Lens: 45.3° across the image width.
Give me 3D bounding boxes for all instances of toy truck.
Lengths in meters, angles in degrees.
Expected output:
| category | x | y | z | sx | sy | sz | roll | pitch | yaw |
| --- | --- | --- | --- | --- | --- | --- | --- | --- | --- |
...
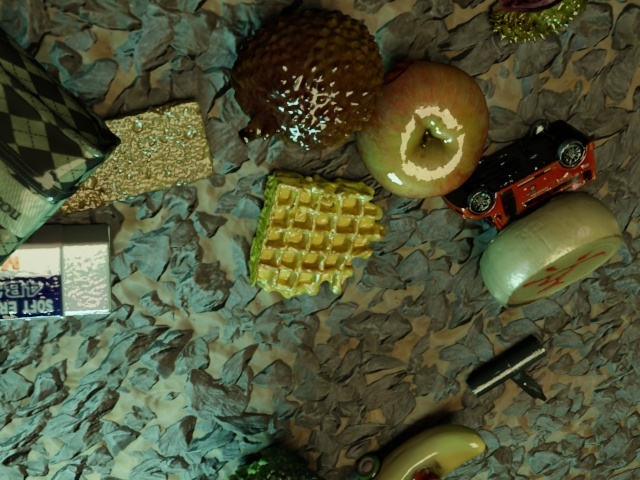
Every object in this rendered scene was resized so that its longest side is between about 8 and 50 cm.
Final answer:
| category | x | y | z | sx | sy | sz | roll | pitch | yaw |
| --- | --- | --- | --- | --- | --- | --- | --- | --- | --- |
| toy truck | 0.332 | -0.101 | 1.298 | 0.252 | 0.107 | 0.114 | -28 | 125 | -2 |

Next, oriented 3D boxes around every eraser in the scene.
| category | x | y | z | sx | sy | sz | roll | pitch | yaw |
| --- | --- | --- | --- | --- | --- | --- | --- | --- | --- |
| eraser | -0.454 | 0.047 | 1.125 | 0.287 | 0.086 | 0.130 | -3 | 118 | -17 |

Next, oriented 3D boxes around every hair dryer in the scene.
| category | x | y | z | sx | sy | sz | roll | pitch | yaw |
| --- | --- | --- | --- | --- | --- | --- | --- | --- | --- |
| hair dryer | 0.413 | 0.308 | 1.622 | 0.173 | 0.050 | 0.195 | -31 | 129 | 4 |

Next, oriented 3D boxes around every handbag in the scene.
| category | x | y | z | sx | sy | sz | roll | pitch | yaw |
| --- | --- | --- | --- | --- | --- | --- | --- | --- | --- |
| handbag | -0.505 | -0.080 | 0.935 | 0.416 | 0.180 | 0.317 | -44 | 107 | 5 |

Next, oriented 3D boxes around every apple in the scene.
| category | x | y | z | sx | sy | sz | roll | pitch | yaw |
| --- | --- | --- | --- | --- | --- | --- | --- | --- | --- |
| apple | 0.153 | -0.171 | 1.162 | 0.209 | 0.164 | 0.209 | -3 | 114 | -7 |

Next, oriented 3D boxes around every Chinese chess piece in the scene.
| category | x | y | z | sx | sy | sz | roll | pitch | yaw |
| --- | --- | --- | --- | --- | --- | --- | --- | --- | --- |
| Chinese chess piece | 0.400 | 0.020 | 1.346 | 0.250 | 0.103 | 0.250 | -23 | 156 | -11 |

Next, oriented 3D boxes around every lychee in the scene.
| category | x | y | z | sx | sy | sz | roll | pitch | yaw |
| --- | --- | --- | --- | --- | --- | --- | --- | --- | --- |
| lychee | -0.023 | -0.213 | 1.055 | 0.238 | 0.200 | 0.200 | -48 | 126 | -14 |

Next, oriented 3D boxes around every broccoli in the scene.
| category | x | y | z | sx | sy | sz | roll | pitch | yaw |
| --- | --- | --- | --- | --- | --- | --- | --- | --- | --- |
| broccoli | -0.082 | 0.534 | 1.418 | 0.317 | 0.277 | 0.338 | -26 | 172 | -32 |

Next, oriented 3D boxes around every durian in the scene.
| category | x | y | z | sx | sy | sz | roll | pitch | yaw |
| --- | --- | --- | --- | --- | --- | --- | --- | --- | --- |
| durian | 0.358 | -0.353 | 1.152 | 0.186 | 0.108 | 0.119 | -43 | 124 | 9 |

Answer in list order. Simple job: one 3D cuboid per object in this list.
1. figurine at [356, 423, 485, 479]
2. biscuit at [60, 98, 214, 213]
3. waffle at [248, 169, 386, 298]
| category | x | y | z | sx | sy | sz | roll | pitch | yaw |
| --- | --- | --- | --- | --- | --- | --- | --- | --- | --- |
| figurine | 0.202 | 0.503 | 1.555 | 0.324 | 0.222 | 0.124 | -39 | 122 | 7 |
| biscuit | -0.280 | -0.123 | 1.120 | 0.237 | 0.026 | 0.131 | -15 | 122 | -9 |
| waffle | 0.000 | 0.000 | 1.275 | 0.219 | 0.057 | 0.229 | 4 | 120 | -22 |
